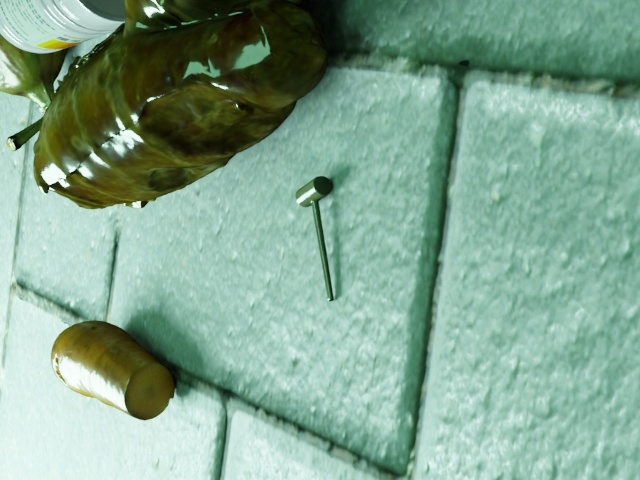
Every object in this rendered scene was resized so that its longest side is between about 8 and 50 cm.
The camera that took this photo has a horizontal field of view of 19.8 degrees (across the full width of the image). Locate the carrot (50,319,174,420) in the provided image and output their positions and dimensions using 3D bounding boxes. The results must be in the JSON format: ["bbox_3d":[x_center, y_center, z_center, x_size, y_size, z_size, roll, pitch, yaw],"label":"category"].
[{"bbox_3d":[-0.222,0.131,1.925,0.193,0.087,0.087,10,95,59],"label":"carrot"}]

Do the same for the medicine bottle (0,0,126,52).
[{"bbox_3d":[-0.270,-0.285,2.019,0.250,0.133,0.133,-6,80,61],"label":"medicine bottle"}]

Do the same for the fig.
[{"bbox_3d":[-0.356,-0.232,2.185,0.186,0.148,0.142,48,122,3],"label":"fig"}]

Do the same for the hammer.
[{"bbox_3d":[0.000,0.000,1.603,0.035,0.019,0.110,-34,59,55],"label":"hammer"}]

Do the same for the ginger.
[{"bbox_3d":[-0.131,-0.175,1.707,0.418,0.176,0.254,-35,52,49],"label":"ginger"}]
